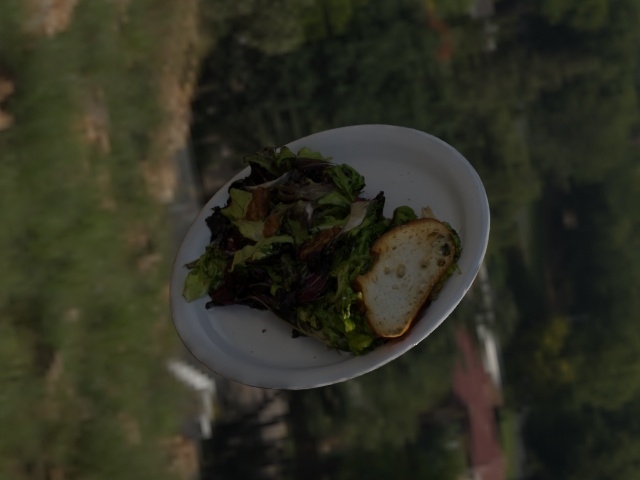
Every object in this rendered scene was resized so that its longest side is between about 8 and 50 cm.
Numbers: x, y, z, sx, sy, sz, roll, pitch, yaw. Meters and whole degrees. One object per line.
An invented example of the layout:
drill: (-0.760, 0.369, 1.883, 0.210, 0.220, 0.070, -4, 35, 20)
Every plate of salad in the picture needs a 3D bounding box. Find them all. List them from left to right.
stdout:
plate of salad: (0.000, 0.000, 1.092, 0.048, 0.200, 0.200, 61, 21, -45)
